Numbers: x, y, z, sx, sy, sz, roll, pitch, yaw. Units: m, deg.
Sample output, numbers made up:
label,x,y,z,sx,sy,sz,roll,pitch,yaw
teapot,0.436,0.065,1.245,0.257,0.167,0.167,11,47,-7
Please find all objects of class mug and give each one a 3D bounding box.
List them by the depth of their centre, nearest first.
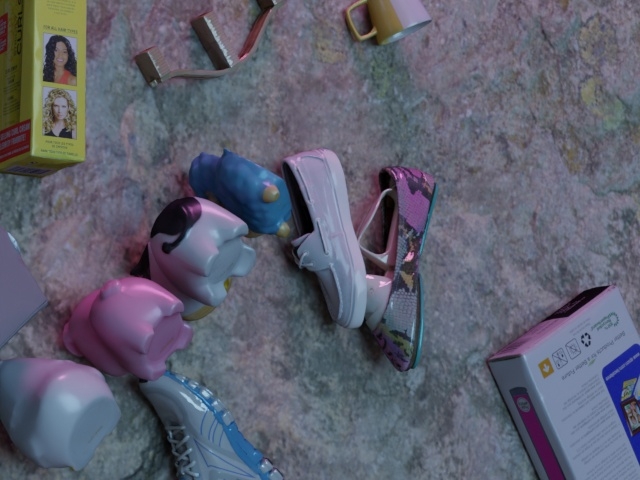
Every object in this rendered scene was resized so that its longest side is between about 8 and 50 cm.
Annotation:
label,x,y,z,sx,sy,sz,roll,pitch,yaw
mug,0.072,-0.244,2.069,0.078,0.062,0.064,-23,88,-44

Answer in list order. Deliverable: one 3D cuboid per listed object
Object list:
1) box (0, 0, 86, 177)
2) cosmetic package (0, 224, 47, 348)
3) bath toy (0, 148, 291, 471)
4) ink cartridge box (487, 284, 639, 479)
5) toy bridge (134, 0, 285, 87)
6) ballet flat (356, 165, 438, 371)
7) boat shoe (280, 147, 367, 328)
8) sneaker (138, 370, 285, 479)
label,x,y,z,sx,sy,sz,roll,pitch,yaw
box,-0.254,-0.179,1.789,0.058,0.087,0.232,6,79,-35
cosmetic package,-0.338,0.066,1.619,0.127,0.107,0.238,61,27,-12
bath toy,-0.171,0.061,1.786,0.348,0.129,0.151,-49,153,-29
ink cartridge box,0.329,0.252,2.170,0.176,0.069,0.371,-31,98,-38
toy bridge,-0.103,-0.194,1.945,0.188,0.026,0.063,-38,106,-35
ballet flat,0.070,0.025,2.017,0.079,0.077,0.221,14,67,-16
boat shoe,0.000,0.000,1.968,0.063,0.066,0.184,-9,89,-24
sneaker,-0.111,0.201,1.841,0.190,0.071,0.083,50,62,-19
